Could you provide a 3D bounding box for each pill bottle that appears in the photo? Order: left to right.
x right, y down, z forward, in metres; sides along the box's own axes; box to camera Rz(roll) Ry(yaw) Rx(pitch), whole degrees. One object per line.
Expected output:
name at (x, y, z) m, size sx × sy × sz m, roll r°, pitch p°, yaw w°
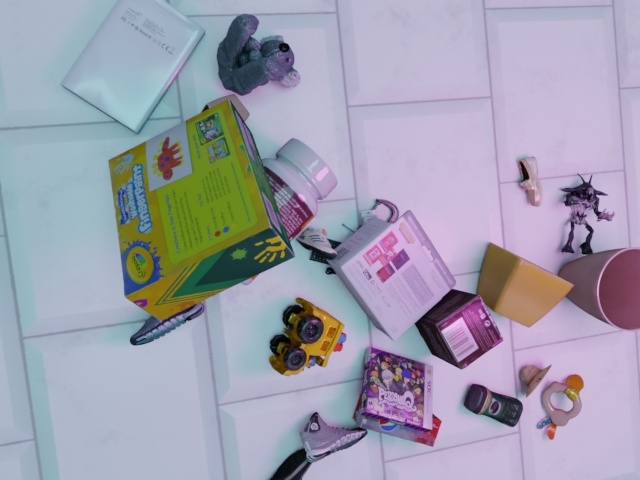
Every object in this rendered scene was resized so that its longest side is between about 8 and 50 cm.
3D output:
pill bottle at (-0.151, -0.086, 1.549) m, size 0.392 × 0.224 × 0.224 m, roll -46°, pitch 101°, yaw -7°

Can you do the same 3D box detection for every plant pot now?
plant pot at (-0.267, -0.354, 1.575) m, size 0.096 × 0.109 × 0.109 m, roll -42°, pitch 101°, yaw -22°
plant pot at (0.628, 0.152, 1.766) m, size 0.212 × 0.212 × 0.187 m, roll 24°, pitch 99°, yaw -13°
plant pot at (0.908, 0.142, 1.787) m, size 0.256 × 0.274 × 0.256 m, roll -1°, pitch 93°, yaw -14°

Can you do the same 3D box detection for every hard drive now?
hard drive at (-0.516, -0.508, 1.534) m, size 0.233 × 0.047 × 0.353 m, roll 33°, pitch 84°, yaw -13°

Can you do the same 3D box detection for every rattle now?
rattle at (0.832, 0.573, 1.912) m, size 0.130 × 0.143 × 0.199 m, roll 10°, pitch 107°, yaw 18°

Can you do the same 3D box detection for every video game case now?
video game case at (0.240, 0.461, 1.705) m, size 0.232 × 0.042 × 0.210 m, roll 20°, pitch 54°, yaw -13°

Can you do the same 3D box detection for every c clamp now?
c clamp at (0.169, -0.067, 1.729) m, size 0.137 × 0.022 × 0.160 m, roll 40°, pitch 83°, yaw -12°

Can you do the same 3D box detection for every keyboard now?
keyboard at (0.057, 0.059, 1.708) m, size 0.180 × 0.023 × 0.108 m, roll 15°, pitch 89°, yaw -13°

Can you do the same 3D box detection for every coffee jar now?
coffee jar at (0.569, 0.543, 1.821) m, size 0.184 × 0.079 × 0.096 m, roll 24°, pitch 90°, yaw -14°

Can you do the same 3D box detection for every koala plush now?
koala plush at (-0.161, -0.513, 1.563) m, size 0.221 × 0.203 × 0.196 m, roll -28°, pitch 89°, yaw -45°

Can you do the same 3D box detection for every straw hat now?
straw hat at (0.712, 0.455, 1.859) m, size 0.061 × 0.144 × 0.144 m, roll 38°, pitch 81°, yaw 29°

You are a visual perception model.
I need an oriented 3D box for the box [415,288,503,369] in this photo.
box at (0.417, 0.267, 1.709) m, size 0.167 × 0.203 × 0.168 m, roll -32°, pitch 99°, yaw -11°

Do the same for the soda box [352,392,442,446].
soda box at (0.242, 0.566, 1.741) m, size 0.263 × 0.083 × 0.092 m, roll 19°, pitch 88°, yaw -14°

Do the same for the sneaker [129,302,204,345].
sneaker at (-0.449, 0.214, 1.576) m, size 0.224 × 0.083 × 0.098 m, roll -28°, pitch 78°, yaw -15°

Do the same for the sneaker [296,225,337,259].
sneaker at (0.000, 0.000, 1.630) m, size 0.075 × 0.161 × 0.057 m, roll -53°, pitch 132°, yaw -13°

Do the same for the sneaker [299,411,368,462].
sneaker at (0.035, 0.579, 1.695) m, size 0.229 × 0.086 × 0.132 m, roll -6°, pitch 52°, yaw -39°

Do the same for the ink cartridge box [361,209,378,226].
ink cartridge box at (0.155, -0.051, 1.703) m, size 0.048 × 0.028 × 0.083 m, roll -9°, pitch 99°, yaw -16°

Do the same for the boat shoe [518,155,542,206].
boat shoe at (0.692, -0.193, 1.834) m, size 0.059 × 0.063 × 0.170 m, roll -7°, pitch 85°, yaw -11°

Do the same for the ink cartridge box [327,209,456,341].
ink cartridge box at (0.218, 0.094, 1.667) m, size 0.272 × 0.130 × 0.309 m, roll -39°, pitch 112°, yaw -9°

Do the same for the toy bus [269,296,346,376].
toy bus at (-0.022, 0.309, 1.650) m, size 0.211 × 0.149 × 0.220 m, roll 27°, pitch 88°, yaw -29°

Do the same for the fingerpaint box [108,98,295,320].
fingerpaint box at (-0.309, -0.084, 1.374) m, size 0.371 × 0.163 × 0.445 m, roll -26°, pitch 55°, yaw 5°

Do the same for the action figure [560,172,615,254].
action figure at (0.890, -0.090, 1.844) m, size 0.164 × 0.141 × 0.275 m, roll 6°, pitch 92°, yaw -2°

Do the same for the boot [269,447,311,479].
boot at (-0.066, 0.769, 1.680) m, size 0.236 × 0.085 × 0.178 m, roll -46°, pitch 106°, yaw -8°
